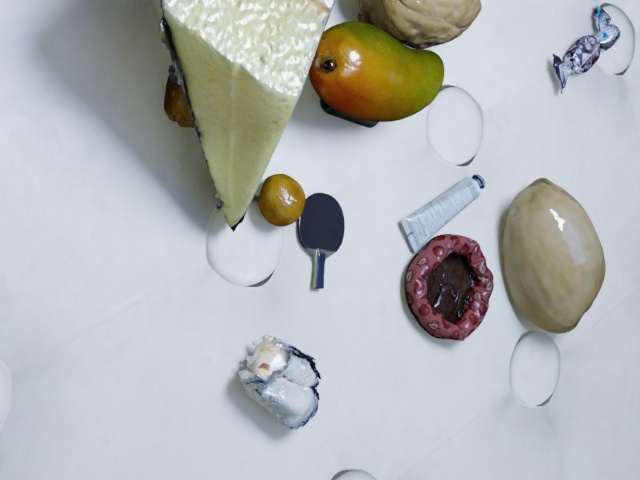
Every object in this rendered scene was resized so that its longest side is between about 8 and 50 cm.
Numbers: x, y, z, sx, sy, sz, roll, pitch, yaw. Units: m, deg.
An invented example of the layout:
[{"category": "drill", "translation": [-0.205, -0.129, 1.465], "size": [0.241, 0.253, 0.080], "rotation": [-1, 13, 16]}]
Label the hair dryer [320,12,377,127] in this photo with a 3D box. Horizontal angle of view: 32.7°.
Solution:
[{"category": "hair dryer", "translation": [0.057, -0.292, 1.816], "size": [0.100, 0.057, 0.198], "rotation": [16, 71, -36]}]

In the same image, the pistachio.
[{"category": "pistachio", "translation": [0.431, 0.033, 2.024], "size": [0.162, 0.181, 0.293], "rotation": [-53, 131, -69]}]

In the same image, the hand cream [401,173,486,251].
[{"category": "hand cream", "translation": [0.219, -0.057, 1.938], "size": [0.194, 0.042, 0.067], "rotation": [-35, 118, -27]}]

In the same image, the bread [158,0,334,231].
[{"category": "bread", "translation": [-0.116, -0.280, 1.554], "size": [0.242, 0.405, 0.346], "rotation": [25, 55, -9]}]

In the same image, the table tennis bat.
[{"category": "table tennis bat", "translation": [0.000, 0.000, 1.783], "size": [0.095, 0.014, 0.158], "rotation": [8, 83, -38]}]

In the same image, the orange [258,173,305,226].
[{"category": "orange", "translation": [-0.060, -0.064, 1.699], "size": [0.085, 0.085, 0.085], "rotation": [1, 89, -37]}]

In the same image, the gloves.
[{"category": "gloves", "translation": [-0.057, 0.220, 1.702], "size": [0.153, 0.070, 0.114], "rotation": [45, 58, -28]}]

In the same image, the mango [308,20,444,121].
[{"category": "mango", "translation": [0.088, -0.257, 1.714], "size": [0.289, 0.129, 0.146], "rotation": [13, 69, -44]}]

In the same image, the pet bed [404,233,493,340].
[{"category": "pet bed", "translation": [0.230, 0.082, 1.934], "size": [0.201, 0.053, 0.201], "rotation": [-2, 93, -42]}]

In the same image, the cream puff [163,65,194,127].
[{"category": "cream puff", "translation": [-0.175, -0.218, 1.601], "size": [0.094, 0.122, 0.116], "rotation": [8, 124, -30]}]

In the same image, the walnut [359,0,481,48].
[{"category": "walnut", "translation": [0.164, -0.412, 1.803], "size": [0.245, 0.198, 0.198], "rotation": [-1, 90, -45]}]

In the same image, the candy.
[{"category": "candy", "translation": [0.519, -0.379, 2.165], "size": [0.094, 0.051, 0.226], "rotation": [49, 60, -14]}]
